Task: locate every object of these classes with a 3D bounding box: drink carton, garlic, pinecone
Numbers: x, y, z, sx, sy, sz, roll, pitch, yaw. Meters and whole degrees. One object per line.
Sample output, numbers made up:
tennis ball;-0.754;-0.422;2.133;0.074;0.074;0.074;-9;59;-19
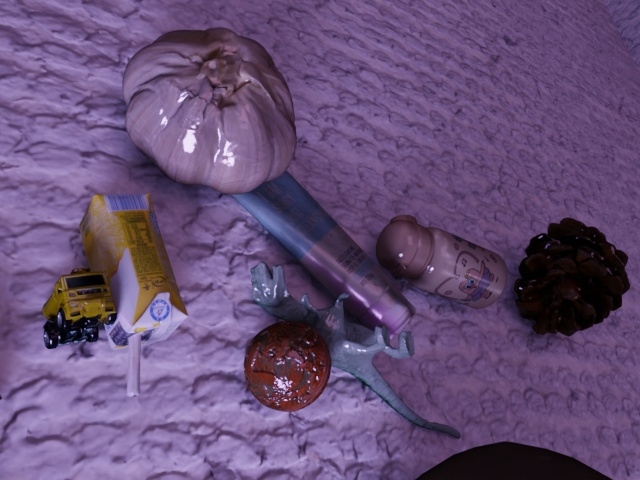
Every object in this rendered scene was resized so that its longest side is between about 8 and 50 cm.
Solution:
drink carton;-0.183;0.052;0.578;0.074;0.084;0.200;-5;65;-42
garlic;-0.129;-0.165;0.704;0.227;0.152;0.228;16;51;-21
pinecone;0.435;0.070;1.021;0.204;0.179;0.184;-24;58;-29

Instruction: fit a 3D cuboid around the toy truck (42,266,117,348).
toy truck;-0.226;0.062;0.535;0.049;0.083;0.054;-5;67;-41

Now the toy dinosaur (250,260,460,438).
toy dinosaur;0.077;0.146;0.702;0.383;0.129;0.076;43;51;-11

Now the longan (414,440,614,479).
longan;0.200;0.389;0.515;0.404;0.336;0.405;-23;90;-81

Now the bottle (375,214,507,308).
bottle;0.181;0.027;0.884;0.209;0.097;0.110;22;52;-28

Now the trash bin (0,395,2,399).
trash bin;-0.312;0.108;0.467;0.061;0.043;0.092;-32;90;-46

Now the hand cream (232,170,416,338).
hand cream;0.000;0.000;0.777;0.312;0.070;0.111;46;48;0

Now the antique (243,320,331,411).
antique;-0.037;0.137;0.634;0.104;0.104;0.104;20;53;-29
